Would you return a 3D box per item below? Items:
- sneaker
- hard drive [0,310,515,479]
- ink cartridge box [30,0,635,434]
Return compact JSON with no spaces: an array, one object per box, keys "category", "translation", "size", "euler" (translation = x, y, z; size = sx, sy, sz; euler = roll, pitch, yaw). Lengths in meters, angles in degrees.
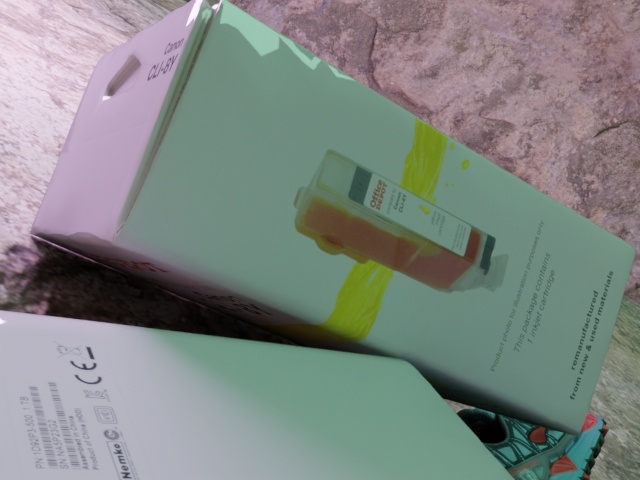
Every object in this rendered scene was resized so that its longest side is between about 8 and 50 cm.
[{"category":"sneaker","translation":[0.187,0.190,0.765],"size":[0.125,0.104,0.262],"euler":[38,17,16]},{"category":"hard drive","translation":[-0.039,0.106,0.363],"size":[0.307,0.040,0.203],"euler":[12,21,-33]},{"category":"ink cartridge box","translation":[0.000,0.000,0.646],"size":[0.384,0.160,0.279],"euler":[26,-11,-27]}]
